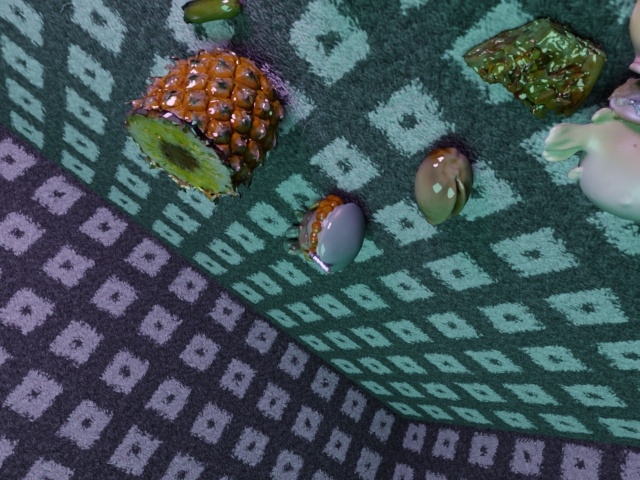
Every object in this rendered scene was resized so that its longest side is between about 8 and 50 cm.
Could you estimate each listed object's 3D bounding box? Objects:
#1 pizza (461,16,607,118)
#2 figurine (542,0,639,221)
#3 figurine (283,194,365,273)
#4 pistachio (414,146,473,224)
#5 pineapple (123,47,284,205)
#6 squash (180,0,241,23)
[{"bbox_3d":[0.368,-0.298,0.719,0.226,0.069,0.147,30,151,-1],"label":"pizza"},{"bbox_3d":[0.486,-0.205,0.625,0.274,0.227,0.395,-8,128,8],"label":"figurine"},{"bbox_3d":[0.007,-0.030,1.348,0.204,0.225,0.381,20,180,-27],"label":"figurine"},{"bbox_3d":[0.284,-0.126,0.977,0.143,0.144,0.215,20,153,16],"label":"pistachio"},{"bbox_3d":[-0.268,-0.288,1.025,0.351,0.300,0.353,20,147,14],"label":"pineapple"},{"bbox_3d":[-0.251,-0.516,0.931,0.183,0.052,0.052,13,145,31],"label":"squash"}]
